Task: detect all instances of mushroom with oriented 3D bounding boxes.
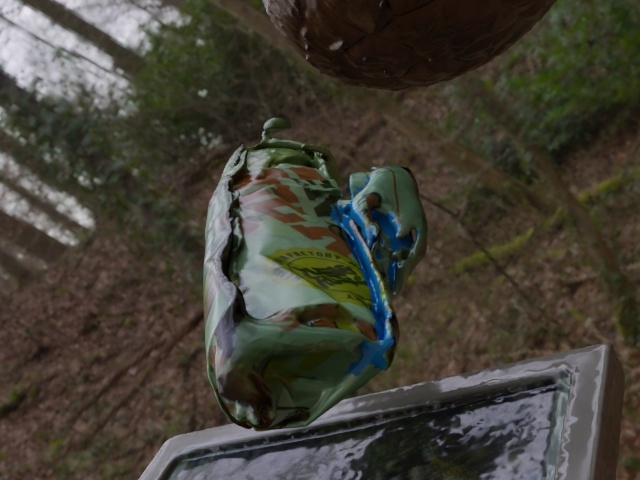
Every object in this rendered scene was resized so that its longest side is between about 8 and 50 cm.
[{"bbox_3d":[0.076,-0.210,0.824,0.253,0.253,0.153,110,152,-75],"label":"mushroom"}]

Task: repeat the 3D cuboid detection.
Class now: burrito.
[{"bbox_3d":[0.000,0.000,0.466,0.288,0.104,0.054,-105,16,-70],"label":"burrito"}]

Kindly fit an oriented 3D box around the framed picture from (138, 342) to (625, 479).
[{"bbox_3d":[-0.023,0.149,0.346,0.241,0.020,0.324,-16,21,28],"label":"framed picture"}]
